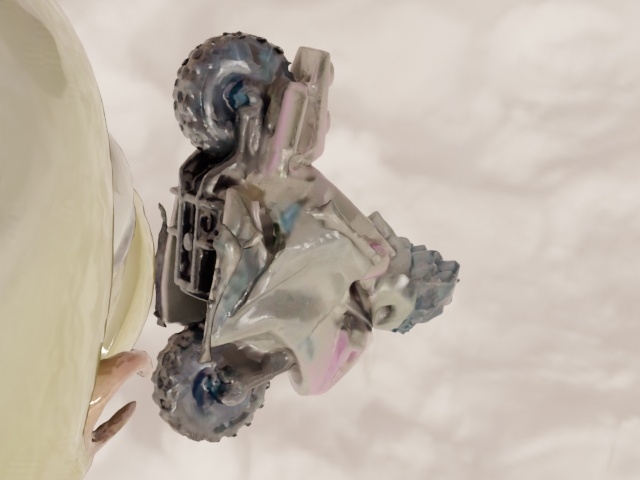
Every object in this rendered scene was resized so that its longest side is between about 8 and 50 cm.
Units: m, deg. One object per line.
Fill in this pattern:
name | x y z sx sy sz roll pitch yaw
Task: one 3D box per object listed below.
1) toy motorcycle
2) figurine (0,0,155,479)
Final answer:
toy motorcycle | -0.003 -0.002 1.202 0.204 0.239 0.108 0 26 -28
figurine | -0.150 -0.014 0.537 0.274 0.394 0.226 38 94 12
